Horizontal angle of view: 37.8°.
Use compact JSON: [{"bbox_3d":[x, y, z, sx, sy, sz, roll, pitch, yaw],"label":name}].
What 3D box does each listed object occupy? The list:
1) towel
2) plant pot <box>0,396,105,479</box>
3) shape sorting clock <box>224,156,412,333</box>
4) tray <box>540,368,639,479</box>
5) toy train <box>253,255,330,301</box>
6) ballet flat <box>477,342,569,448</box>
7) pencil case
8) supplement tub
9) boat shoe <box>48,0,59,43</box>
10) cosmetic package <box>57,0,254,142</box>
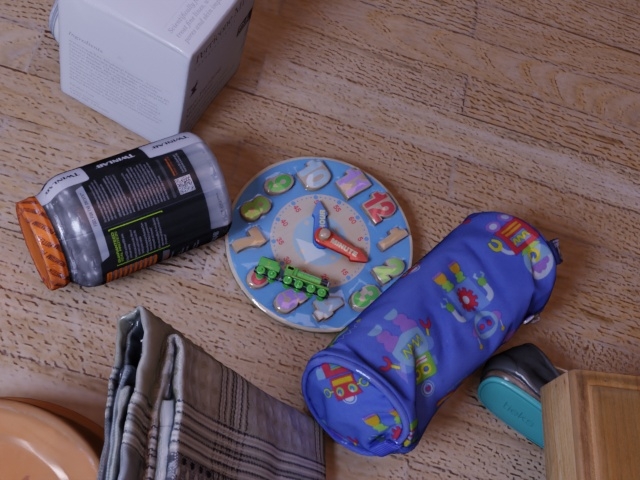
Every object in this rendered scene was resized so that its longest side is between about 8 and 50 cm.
[{"bbox_3d":[-0.070,0.247,0.738,0.056,0.324,0.312,-10,60,25],"label":"towel"},{"bbox_3d":[-0.262,0.246,0.727,0.290,0.203,0.291,5,64,-11],"label":"plant pot"},{"bbox_3d":[0.000,0.000,1.007,0.206,0.040,0.206,6,63,-12],"label":"shape sorting clock"},{"bbox_3d":[0.311,0.326,0.805,0.202,0.076,0.411,8,63,-12],"label":"tray"},{"bbox_3d":[-0.028,0.039,0.961,0.083,0.017,0.024,20,61,2],"label":"toy train"},{"bbox_3d":[0.287,0.208,0.954,0.280,0.095,0.096,46,51,10],"label":"ballet flat"},{"bbox_3d":[0.119,0.087,0.928,0.133,0.119,0.306,49,54,5],"label":"pencil case"},{"bbox_3d":[-0.194,-0.027,0.927,0.190,0.117,0.117,-22,72,-24],"label":"supplement tub"},{"bbox_3d":[-0.268,-0.308,1.074,0.081,0.079,0.228,18,55,2],"label":"boat shoe"},{"bbox_3d":[-0.172,-0.224,0.990,0.151,0.184,0.151,30,62,1],"label":"cosmetic package"}]
